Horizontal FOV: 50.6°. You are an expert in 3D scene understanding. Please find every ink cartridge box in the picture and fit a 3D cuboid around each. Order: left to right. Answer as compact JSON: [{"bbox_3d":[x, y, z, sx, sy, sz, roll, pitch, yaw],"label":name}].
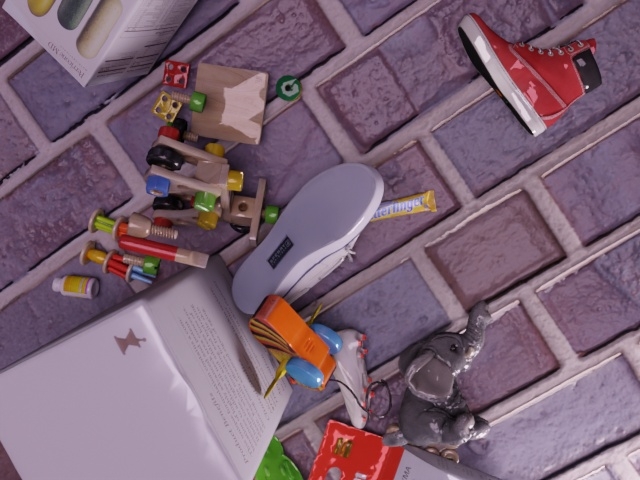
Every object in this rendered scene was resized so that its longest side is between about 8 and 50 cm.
[{"bbox_3d":[0.148,0.556,1.300,0.385,0.091,0.308,19,95,3],"label":"ink cartridge box"}]

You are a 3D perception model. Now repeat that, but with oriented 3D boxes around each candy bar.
[{"bbox_3d":[0.136,-0.059,1.267,0.161,0.018,0.040,-11,97,8],"label":"candy bar"}]

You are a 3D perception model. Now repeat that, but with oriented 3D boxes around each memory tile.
[{"bbox_3d":[0.200,0.424,1.338,0.148,0.012,0.113,5,100,6],"label":"memory tile"}]

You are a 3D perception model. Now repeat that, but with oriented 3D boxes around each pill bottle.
[{"bbox_3d":[-0.492,0.093,1.360,0.083,0.043,0.043,6,100,6],"label":"pill bottle"}]

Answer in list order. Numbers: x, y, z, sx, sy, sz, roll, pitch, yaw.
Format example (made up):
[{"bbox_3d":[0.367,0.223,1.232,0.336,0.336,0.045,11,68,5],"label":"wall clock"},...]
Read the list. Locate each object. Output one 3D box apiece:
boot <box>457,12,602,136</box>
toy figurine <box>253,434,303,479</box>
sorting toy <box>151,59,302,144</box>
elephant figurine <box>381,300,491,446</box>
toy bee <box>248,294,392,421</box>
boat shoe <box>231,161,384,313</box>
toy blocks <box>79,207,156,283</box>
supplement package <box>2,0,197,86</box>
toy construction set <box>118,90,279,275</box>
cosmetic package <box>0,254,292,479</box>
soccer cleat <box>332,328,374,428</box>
[{"bbox_3d":[0.365,-0.327,1.163,0.176,0.088,0.244,-40,100,11],"label":"boot"},{"bbox_3d":[-0.136,0.496,1.349,0.159,0.130,0.173,-41,55,25],"label":"toy figurine"},{"bbox_3d":[-0.174,-0.255,1.262,0.274,0.046,0.132,9,100,5],"label":"sorting toy"},{"bbox_3d":[0.216,0.247,1.254,0.169,0.186,0.239,-13,86,52],"label":"elephant figurine"},{"bbox_3d":[-0.035,0.225,1.227,0.162,0.195,0.298,-19,102,53],"label":"toy bee"},{"bbox_3d":[0.004,0.008,1.236,0.367,0.156,0.136,-48,62,23],"label":"boat shoe"},{"bbox_3d":[-0.385,0.016,1.329,0.148,0.054,0.123,20,101,4],"label":"toy blocks"},{"bbox_3d":[-0.350,-0.434,1.149,0.199,0.198,0.263,44,117,-1],"label":"supplement package"},{"bbox_3d":[-0.189,-0.056,1.175,0.237,0.309,0.257,14,133,-5],"label":"toy construction set"},{"bbox_3d":[-0.290,0.262,1.183,0.327,0.394,0.329,-26,94,11],"label":"cosmetic package"},{"bbox_3d":[0.057,0.266,1.310,0.076,0.068,0.196,-3,98,23],"label":"soccer cleat"}]
